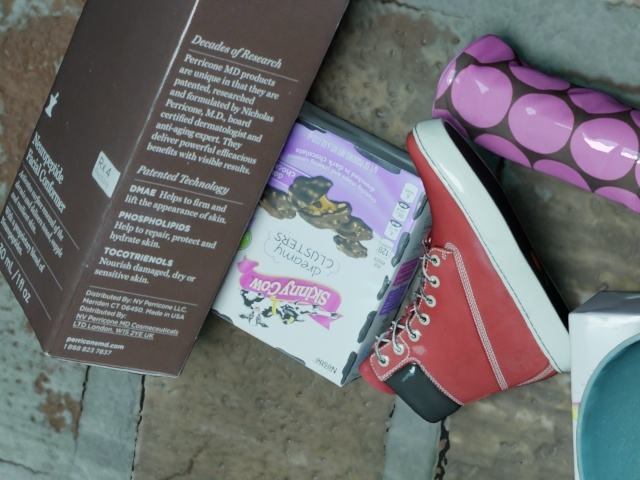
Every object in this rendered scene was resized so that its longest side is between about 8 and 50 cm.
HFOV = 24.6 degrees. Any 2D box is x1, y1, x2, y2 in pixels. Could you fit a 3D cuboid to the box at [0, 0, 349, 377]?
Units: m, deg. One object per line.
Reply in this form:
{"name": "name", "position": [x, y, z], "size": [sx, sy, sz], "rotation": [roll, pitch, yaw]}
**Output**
{"name": "box", "position": [-0.135, -0.096, 1.233], "size": [0.191, 0.143, 0.381], "rotation": [47, 116, 50]}

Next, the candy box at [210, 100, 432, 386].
{"name": "candy box", "position": [0.000, 0.000, 1.265], "size": [0.165, 0.070, 0.196], "rotation": [28, 107, 18]}

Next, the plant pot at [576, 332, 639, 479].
{"name": "plant pot", "position": [0.349, 0.162, 1.005], "size": [0.290, 0.195, 0.290], "rotation": [37, 138, 42]}

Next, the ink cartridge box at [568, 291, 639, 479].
{"name": "ink cartridge box", "position": [0.240, 0.138, 1.160], "size": [0.062, 0.104, 0.181], "rotation": [0, 98, 25]}

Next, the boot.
{"name": "boot", "position": [0.085, 0.033, 1.178], "size": [0.176, 0.088, 0.244], "rotation": [-24, 111, 15]}

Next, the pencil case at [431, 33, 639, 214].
{"name": "pencil case", "position": [0.197, -0.094, 1.156], "size": [0.209, 0.098, 0.095], "rotation": [27, 152, 18]}
